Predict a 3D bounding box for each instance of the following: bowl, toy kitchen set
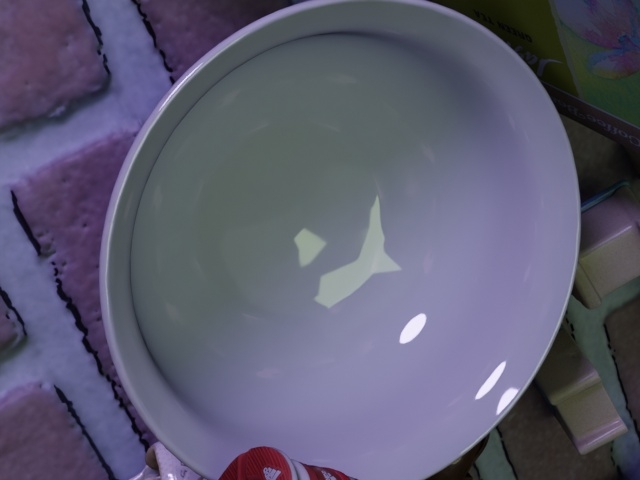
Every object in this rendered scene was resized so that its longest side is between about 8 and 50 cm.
[{"bbox_3d":[0.000,0.000,0.603,0.298,0.134,0.298,-6,105,-24],"label":"bowl"},{"bbox_3d":[0.238,0.032,0.755,0.207,0.122,0.166,-31,116,7],"label":"toy kitchen set"}]

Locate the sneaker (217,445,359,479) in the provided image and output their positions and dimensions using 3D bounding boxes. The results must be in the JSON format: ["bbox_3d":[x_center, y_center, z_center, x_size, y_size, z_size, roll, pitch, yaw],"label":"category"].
[{"bbox_3d":[-0.032,0.213,0.552,0.128,0.087,0.221,22,123,-30],"label":"sneaker"}]

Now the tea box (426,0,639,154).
[{"bbox_3d":[0.197,-0.267,0.519,0.329,0.220,0.323,-49,143,-7],"label":"tea box"}]

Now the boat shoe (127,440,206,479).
[{"bbox_3d":[-0.080,0.171,0.629,0.277,0.098,0.096,-25,113,-16],"label":"boat shoe"}]

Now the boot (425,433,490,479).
[{"bbox_3d":[0.065,0.149,0.729,0.114,0.037,0.106,8,97,-22],"label":"boot"}]
